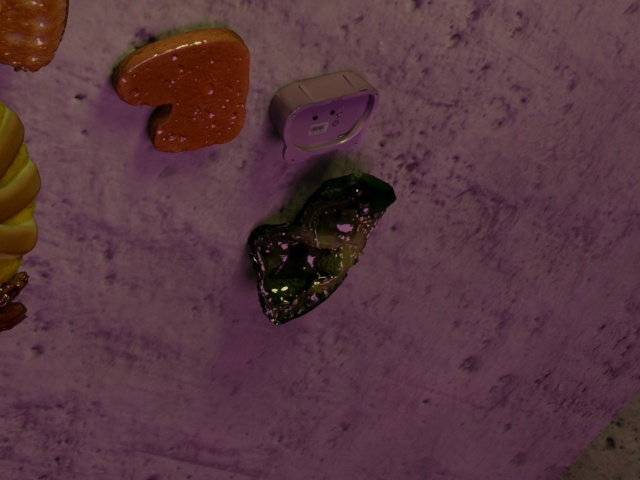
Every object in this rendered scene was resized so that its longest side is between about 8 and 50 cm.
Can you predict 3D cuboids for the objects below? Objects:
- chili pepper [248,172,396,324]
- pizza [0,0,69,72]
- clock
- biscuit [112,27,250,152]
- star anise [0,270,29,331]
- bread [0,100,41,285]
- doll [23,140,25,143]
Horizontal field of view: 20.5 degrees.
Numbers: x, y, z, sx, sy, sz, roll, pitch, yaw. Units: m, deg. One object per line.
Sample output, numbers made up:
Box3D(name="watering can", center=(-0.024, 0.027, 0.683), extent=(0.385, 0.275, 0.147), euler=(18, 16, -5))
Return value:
Box3D(name="chili pepper", center=(-0.007, -0.002, 2.565), extent=(0.148, 0.116, 0.264), euler=(-4, 134, -56))
Box3D(name="pizza", center=(-0.379, -0.253, 1.969), extent=(0.199, 0.062, 0.188), euler=(-11, 145, -24))
Box3D(name="clock", center=(0.000, -0.169, 2.418), extent=(0.152, 0.050, 0.110), euler=(-16, 139, -30))
Box3D(name="biscuit", center=(-0.178, -0.185, 2.247), extent=(0.186, 0.036, 0.192), euler=(-19, 141, -23))
Box3D(name="star anise", center=(-0.470, 0.083, 2.235), extent=(0.288, 0.088, 0.288), euler=(-27, 144, -22))
Box3D(name="bread", center=(-0.459, -0.060, 1.924), extent=(0.333, 0.160, 0.333), euler=(-4, 109, -13))
Box3D(name="doll", center=(-0.445, -0.094, 2.062), extent=(0.207, 0.081, 0.129), euler=(-17, 172, -28))
